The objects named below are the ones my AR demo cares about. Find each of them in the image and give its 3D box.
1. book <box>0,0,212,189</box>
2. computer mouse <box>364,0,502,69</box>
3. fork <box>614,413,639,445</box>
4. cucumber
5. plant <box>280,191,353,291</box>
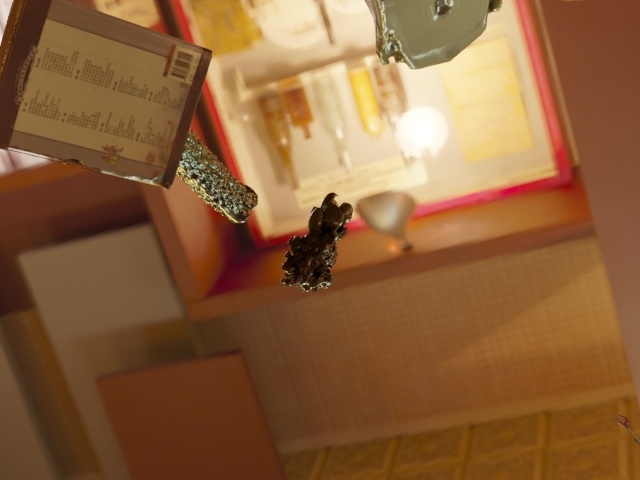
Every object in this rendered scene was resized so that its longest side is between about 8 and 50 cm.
[{"bbox_3d":[-0.225,-0.149,1.236,0.231,0.157,0.026,13,-174,-43],"label":"book"},{"bbox_3d":[0.162,-0.426,1.927,0.228,0.145,0.429,-25,158,-2],"label":"computer mouse"},{"bbox_3d":[0.440,0.271,1.725,0.012,0.016,0.115,-10,-167,-3],"label":"fork"},{"bbox_3d":[-0.140,-0.082,1.499,0.058,0.187,0.058,-12,-120,21],"label":"cucumber"},{"bbox_3d":[0.000,0.000,1.805,0.085,0.087,0.174,22,-118,6],"label":"plant"}]
